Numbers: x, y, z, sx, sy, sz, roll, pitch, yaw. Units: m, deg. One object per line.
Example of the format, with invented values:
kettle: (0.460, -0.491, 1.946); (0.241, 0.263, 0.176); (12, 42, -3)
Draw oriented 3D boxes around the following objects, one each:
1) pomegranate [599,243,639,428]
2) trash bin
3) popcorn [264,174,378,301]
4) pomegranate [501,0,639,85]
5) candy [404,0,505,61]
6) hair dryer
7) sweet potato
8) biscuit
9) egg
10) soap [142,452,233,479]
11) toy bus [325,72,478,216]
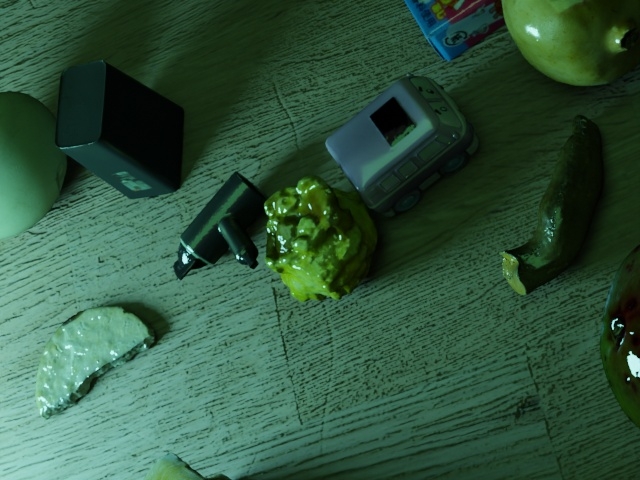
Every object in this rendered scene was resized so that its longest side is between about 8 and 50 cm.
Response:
pomegranate: (0.513, 0.124, 1.663); (0.291, 0.323, 0.291); (-3, 87, 55)
trash bin: (-0.338, -0.188, 2.185); (0.115, 0.225, 0.165); (-7, 70, 24)
popcorn: (-0.005, 0.000, 1.996); (0.197, 0.155, 0.197); (-2, 85, 30)
pomegranate: (0.381, -0.339, 1.881); (0.233, 0.233, 0.233); (-9, 69, 24)
candy: (0.274, -0.438, 2.034); (0.306, 0.100, 0.157); (-33, 61, 12)
hair dryer: (-0.152, 0.012, 2.053); (0.195, 0.078, 0.248); (-49, 24, 5)
sweet potato: (0.344, -0.053, 1.873); (0.112, 0.085, 0.286); (14, 79, 35)
biscuit: (-0.398, 0.185, 2.200); (0.250, 0.032, 0.133); (-37, 61, 12)
egg: (-0.559, -0.132, 2.283); (0.219, 0.219, 0.269); (2, 79, 27)
soap: (-0.201, 0.472, 1.834); (0.293, 0.156, 0.335); (-66, 15, -6)
toy bus: (0.126, -0.148, 1.983); (0.202, 0.142, 0.142); (-39, 59, 10)
